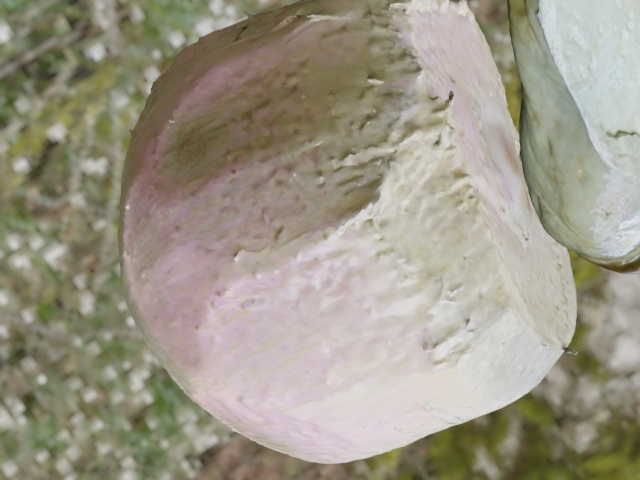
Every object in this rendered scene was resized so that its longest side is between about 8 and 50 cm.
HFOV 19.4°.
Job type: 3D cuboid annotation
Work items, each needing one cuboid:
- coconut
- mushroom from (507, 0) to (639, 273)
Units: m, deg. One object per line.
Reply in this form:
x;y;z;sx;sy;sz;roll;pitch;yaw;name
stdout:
0.000;0.000;1.571;0.405;0.404;0.404;-28;-163;10;coconut
0.156;-0.068;1.052;0.087;0.107;0.333;-38;159;-7;mushroom
